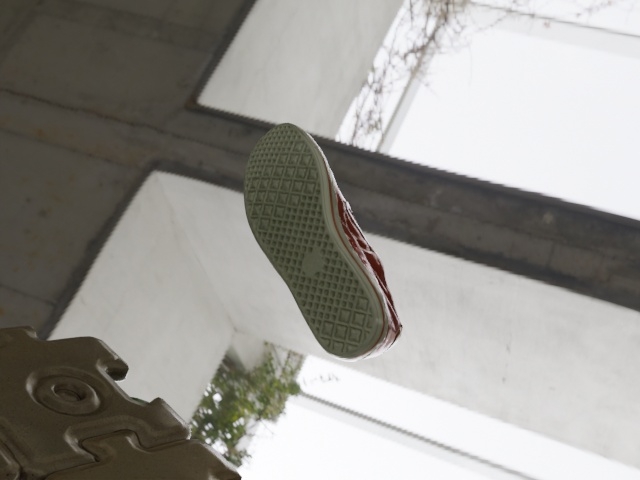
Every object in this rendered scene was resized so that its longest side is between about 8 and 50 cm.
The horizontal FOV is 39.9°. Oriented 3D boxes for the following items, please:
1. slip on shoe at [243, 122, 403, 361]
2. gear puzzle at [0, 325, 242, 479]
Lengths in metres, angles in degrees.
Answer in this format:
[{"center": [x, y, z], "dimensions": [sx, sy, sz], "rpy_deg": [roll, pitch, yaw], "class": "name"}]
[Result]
[{"center": [0.000, 0.000, 1.048], "dimensions": [0.123, 0.101, 0.331], "rpy_deg": [-36, -120, 17], "class": "slip on shoe"}, {"center": [-0.115, 0.095, 0.310], "dimensions": [0.339, 0.175, 0.044], "rpy_deg": [35, -68, 34], "class": "gear puzzle"}]
